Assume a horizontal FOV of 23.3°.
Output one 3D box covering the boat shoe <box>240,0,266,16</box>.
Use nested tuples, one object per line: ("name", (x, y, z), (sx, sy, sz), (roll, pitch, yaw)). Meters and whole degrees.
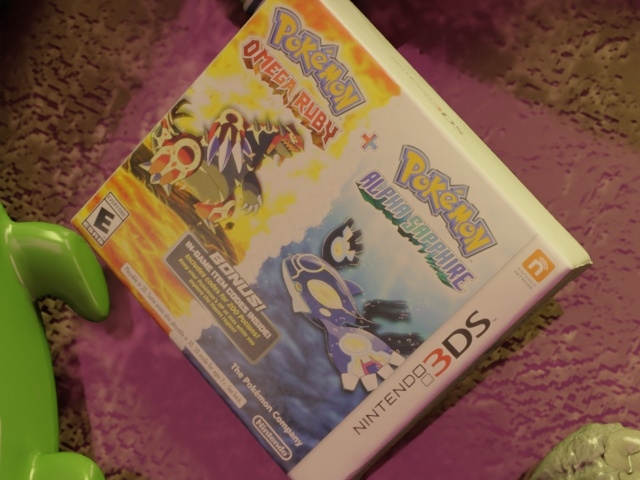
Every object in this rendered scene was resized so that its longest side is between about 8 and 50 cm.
("boat shoe", (0.054, -0.235, 0.805), (0.094, 0.109, 0.302), (43, 98, -7))

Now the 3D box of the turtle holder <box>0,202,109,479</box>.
("turtle holder", (-0.253, 0.042, 0.733), (0.227, 0.243, 0.320), (-16, 89, 17))

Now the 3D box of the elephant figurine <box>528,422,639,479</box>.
("elephant figurine", (0.197, 0.189, 0.723), (0.239, 0.186, 0.169), (13, 116, -19))

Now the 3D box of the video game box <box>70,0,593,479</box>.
("video game box", (0.000, 0.000, 0.786), (0.187, 0.048, 0.205), (-46, 78, 17))
